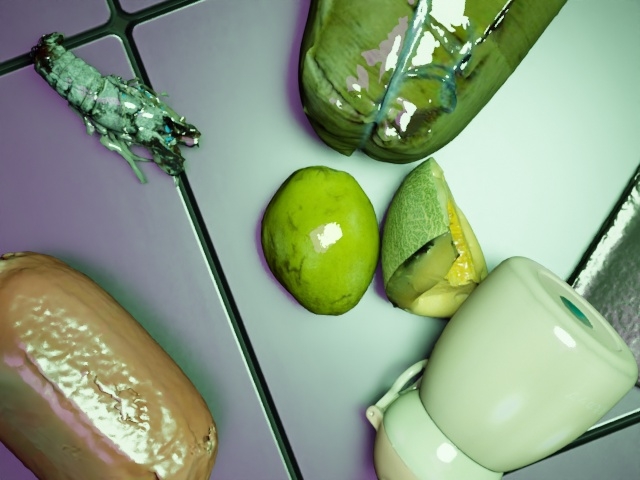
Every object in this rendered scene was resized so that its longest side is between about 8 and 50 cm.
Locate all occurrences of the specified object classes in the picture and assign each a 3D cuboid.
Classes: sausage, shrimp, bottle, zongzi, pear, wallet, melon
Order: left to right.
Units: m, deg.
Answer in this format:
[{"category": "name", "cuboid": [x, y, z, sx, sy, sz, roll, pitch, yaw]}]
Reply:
[{"category": "sausage", "cuboid": [-0.204, 0.125, 0.957, 0.152, 0.152, 0.279, -45, 90, -1]}, {"category": "shrimp", "cuboid": [-0.187, -0.112, 0.994, 0.174, 0.076, 0.082, 35, 112, -1]}, {"category": "pear", "cuboid": [0.000, 0.000, 0.983, 0.107, 0.107, 0.131, 0, 104, -2]}, {"category": "zongzi", "cuboid": [0.030, -0.282, 0.946, 0.393, 0.174, 0.356, 36, 87, 1]}, {"category": "melon", "cuboid": [0.089, -0.001, 0.982, 0.079, 0.160, 0.128, -16, 63, 16]}, {"category": "bottle", "cuboid": [0.138, 0.142, 0.967, 0.147, 0.147, 0.236, 41, 105, -2]}, {"category": "wallet", "cuboid": [0.316, 0.006, 1.031, 0.124, 0.025, 0.244, 32, 90, -1]}]
